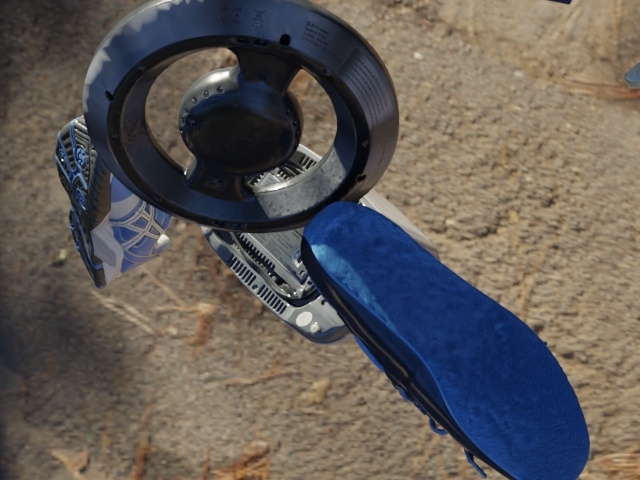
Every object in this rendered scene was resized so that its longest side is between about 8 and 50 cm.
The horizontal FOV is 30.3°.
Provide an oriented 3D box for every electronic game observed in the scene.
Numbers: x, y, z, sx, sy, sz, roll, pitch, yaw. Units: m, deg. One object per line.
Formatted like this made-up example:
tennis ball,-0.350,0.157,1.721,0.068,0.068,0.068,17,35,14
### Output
electronic game,-0.057,-0.087,0.855,0.229,0.229,0.048,-27,39,29

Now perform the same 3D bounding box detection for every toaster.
toaster,0.000,0.000,1.049,0.227,0.146,0.129,41,100,29

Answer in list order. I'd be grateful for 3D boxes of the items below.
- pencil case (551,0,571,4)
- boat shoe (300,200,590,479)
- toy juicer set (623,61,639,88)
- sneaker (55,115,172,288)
pencil case,0.220,-0.385,0.886,0.160,0.183,0.410,-24,44,58
boat shoe,0.091,0.073,0.857,0.109,0.089,0.258,-38,86,-18
toy juicer set,0.339,-0.217,0.758,0.209,0.089,0.329,-43,10,-20
sneaker,-0.174,-0.042,1.013,0.080,0.081,0.211,59,159,23
